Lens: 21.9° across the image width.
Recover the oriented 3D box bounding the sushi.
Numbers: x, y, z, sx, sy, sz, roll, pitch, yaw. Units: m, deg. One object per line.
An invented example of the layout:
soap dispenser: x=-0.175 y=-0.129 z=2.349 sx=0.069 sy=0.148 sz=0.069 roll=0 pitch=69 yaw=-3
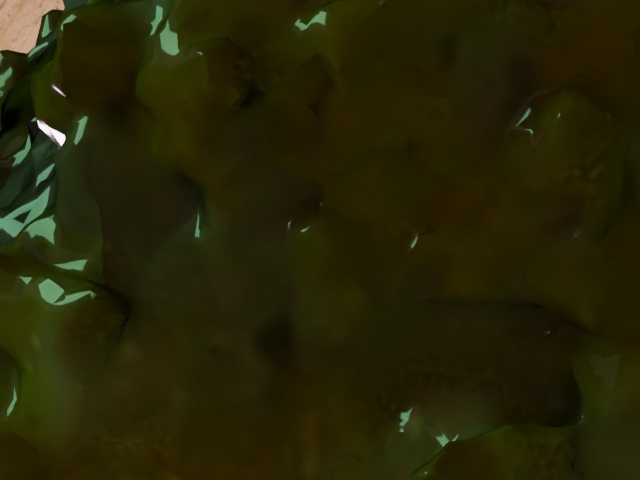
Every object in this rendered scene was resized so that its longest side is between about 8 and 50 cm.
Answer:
sushi: x=0.000 y=0.000 z=0.499 sx=0.396 sy=0.240 sz=0.351 roll=-48 pitch=15 yaw=27
